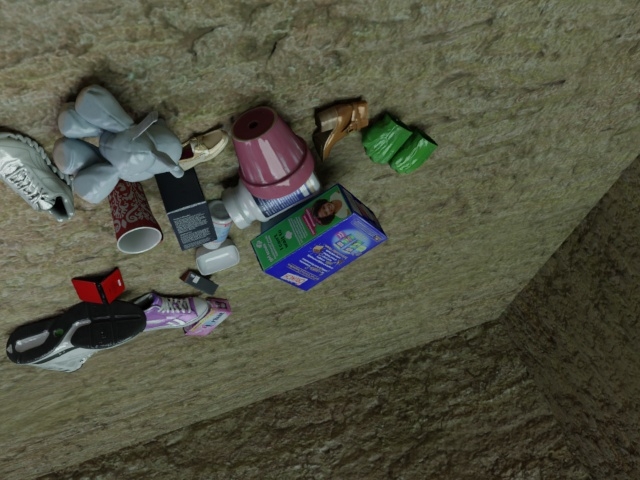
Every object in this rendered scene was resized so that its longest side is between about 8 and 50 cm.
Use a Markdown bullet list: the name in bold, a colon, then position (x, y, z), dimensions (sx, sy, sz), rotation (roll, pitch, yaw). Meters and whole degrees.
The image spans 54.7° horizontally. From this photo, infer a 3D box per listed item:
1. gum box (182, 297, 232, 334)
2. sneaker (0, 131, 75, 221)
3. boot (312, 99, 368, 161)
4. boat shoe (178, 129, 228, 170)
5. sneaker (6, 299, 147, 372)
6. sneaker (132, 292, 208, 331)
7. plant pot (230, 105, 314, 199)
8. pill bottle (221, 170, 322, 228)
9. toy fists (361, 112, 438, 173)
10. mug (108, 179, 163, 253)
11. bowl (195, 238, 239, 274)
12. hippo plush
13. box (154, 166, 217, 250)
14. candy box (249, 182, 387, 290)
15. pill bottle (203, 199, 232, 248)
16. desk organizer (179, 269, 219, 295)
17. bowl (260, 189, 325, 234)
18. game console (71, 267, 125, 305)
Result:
- **gum box**: position (-0.440, 0.295, 2.403), dimensions (0.188, 0.062, 0.107), rotation (-41, 149, 28)
- **sneaker**: position (-0.656, -0.141, 1.407), dimensions (0.110, 0.118, 0.292), rotation (-26, 151, 7)
- **boot**: position (0.060, -0.307, 1.746), dimensions (0.152, 0.073, 0.197), rotation (-21, 155, -15)
- **boat shoe**: position (-0.314, -0.233, 1.577), dimensions (0.170, 0.063, 0.059), rotation (-30, 158, 12)
- **sneaker**: position (-0.794, 0.329, 2.114), dimensions (0.447, 0.169, 0.257), rotation (-14, 160, -4)
- **sneaker**: position (-0.535, 0.239, 2.192), dimensions (0.282, 0.102, 0.161), rotation (-14, 148, -20)
- **plant pot**: position (-0.137, -0.236, 1.597), dimensions (0.201, 0.201, 0.180), rotation (-26, 137, 2)
- **pill bottle**: position (-0.140, -0.146, 1.774), dimensions (0.264, 0.153, 0.153), rotation (-27, 153, 5)
- **toy fists**: position (0.232, -0.290, 1.892), dimensions (0.279, 0.096, 0.142), rotation (14, 124, -48)
- **mug**: position (-0.491, -0.058, 1.626), dimensions (0.113, 0.169, 0.150), rotation (-20, 153, -10)
- **bowl**: position (-0.345, 0.048, 2.057), dimensions (0.142, 0.053, 0.142), rotation (-19, 151, -10)
- **hippo plush**: position (-0.426, -0.232, 1.397), dimensions (0.294, 0.234, 0.236), rotation (-18, -173, 20)
- **box**: position (-0.365, -0.094, 1.685), dimensions (0.108, 0.153, 0.207), rotation (-19, 151, -10)
- **candy box**: position (0.000, 0.000, 1.828), dimensions (0.317, 0.122, 0.268), rotation (-34, 152, 14)
- **pill bottle**: position (-0.318, -0.044, 1.880), dimensions (0.087, 0.087, 0.160), rotation (-9, 150, -27)
- **desk organizer**: position (-0.425, 0.145, 2.163), dimensions (0.130, 0.050, 0.047), rotation (33, 85, -42)
- **bowl**: position (-0.066, -0.065, 1.966), dimensions (0.311, 0.163, 0.312), rotation (-19, 153, -10)
- **game console**: position (-0.704, 0.140, 1.971), dimensions (0.124, 0.085, 0.144), rotation (-47, 164, -29)
